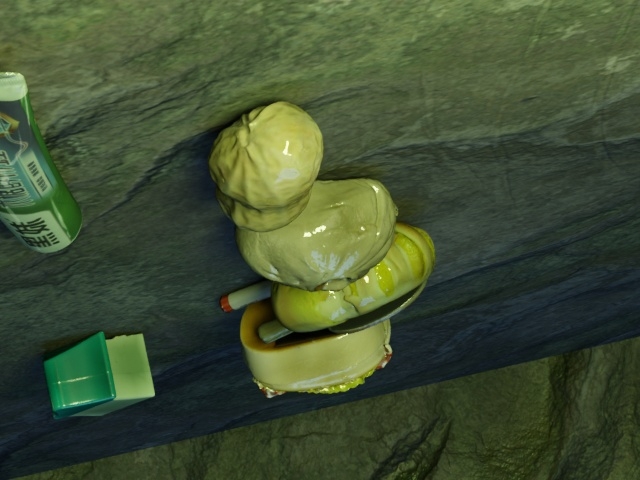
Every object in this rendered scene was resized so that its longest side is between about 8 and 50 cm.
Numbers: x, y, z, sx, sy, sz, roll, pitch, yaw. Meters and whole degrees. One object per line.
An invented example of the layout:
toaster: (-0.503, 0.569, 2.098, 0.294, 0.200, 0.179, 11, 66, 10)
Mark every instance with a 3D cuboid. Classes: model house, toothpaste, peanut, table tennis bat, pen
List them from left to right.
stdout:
toothpaste: (-0.255, -0.056, 1.194, 0.099, 0.061, 0.392, -10, 165, -2)
model house: (-0.333, 0.194, 2.044, 0.127, 0.100, 0.149, -23, 166, 33)
peanut: (-0.051, -0.061, 1.306, 0.098, 0.090, 0.214, -23, 167, -11)
pen: (-0.045, 0.054, 1.916, 0.218, 0.026, 0.026, -22, 164, 30)
table tennis bat: (0.030, 0.075, 1.852, 0.246, 0.138, 0.022, -26, 126, 16)

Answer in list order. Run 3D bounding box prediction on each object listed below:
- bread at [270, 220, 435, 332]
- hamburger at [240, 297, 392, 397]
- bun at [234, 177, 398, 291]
bread: (0.037, 0.036, 1.736, 0.213, 0.105, 0.213, -24, 180, 0)
hamburger: (-0.009, 0.132, 1.969, 0.210, 0.173, 0.116, -15, 142, 6)
bun: (0.000, 0.000, 1.549, 0.173, 0.113, 0.166, -19, 165, 32)
